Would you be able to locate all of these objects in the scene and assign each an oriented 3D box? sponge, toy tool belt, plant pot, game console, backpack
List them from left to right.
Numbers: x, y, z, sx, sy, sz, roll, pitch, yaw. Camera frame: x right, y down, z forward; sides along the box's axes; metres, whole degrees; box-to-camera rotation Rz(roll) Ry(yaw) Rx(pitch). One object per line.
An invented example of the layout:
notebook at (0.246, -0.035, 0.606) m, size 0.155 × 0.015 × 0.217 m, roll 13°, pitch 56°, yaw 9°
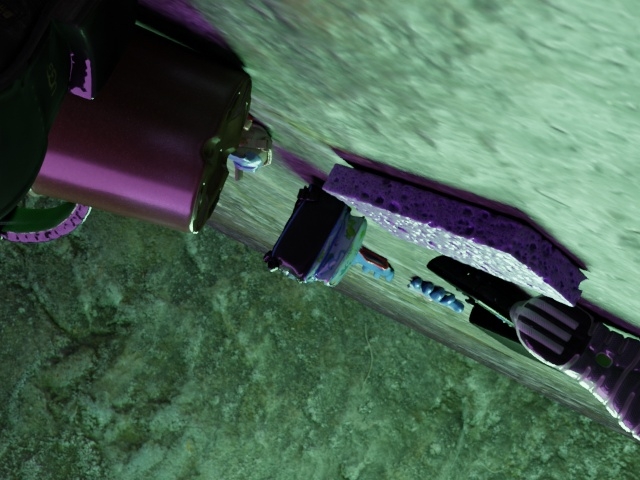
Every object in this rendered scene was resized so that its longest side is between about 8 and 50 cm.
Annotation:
plant pot at (-0.147, -0.088, 0.809) m, size 0.165 × 0.167 × 0.167 m, roll 20°, pitch 175°, yaw 2°
toy tool belt at (-0.073, -0.084, 1.004) m, size 0.052 × 0.051 × 0.083 m, roll 26°, pitch 175°, yaw 14°
backpack at (0.000, 0.000, 1.185) m, size 0.084 × 0.105 × 0.114 m, roll 28°, pitch 180°, yaw 3°
sponge at (0.111, -0.008, 0.925) m, size 0.210 × 0.031 × 0.117 m, roll 23°, pitch 174°, yaw 44°
game console at (0.238, 0.101, 1.316) m, size 0.213 × 0.044 × 0.361 m, roll 22°, pitch 173°, yaw 44°

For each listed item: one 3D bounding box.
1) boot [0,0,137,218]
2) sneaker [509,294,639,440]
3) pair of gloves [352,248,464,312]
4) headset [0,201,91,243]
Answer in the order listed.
boot at (-0.262, -0.121, 0.669) m, size 0.229 × 0.263 × 0.091 m, roll 21°, pitch 138°, yaw 11°
sneaker at (0.292, 0.127, 1.141) m, size 0.229 × 0.086 × 0.132 m, roll 38°, pitch 179°, yaw -5°
pair of gloves at (0.120, 0.059, 1.637) m, size 0.198 × 0.023 × 0.159 m, roll 28°, pitch 175°, yaw -2°
headset at (-0.436, -0.106, 1.199) m, size 0.394 × 0.185 × 0.243 m, roll 16°, pitch 133°, yaw 4°
